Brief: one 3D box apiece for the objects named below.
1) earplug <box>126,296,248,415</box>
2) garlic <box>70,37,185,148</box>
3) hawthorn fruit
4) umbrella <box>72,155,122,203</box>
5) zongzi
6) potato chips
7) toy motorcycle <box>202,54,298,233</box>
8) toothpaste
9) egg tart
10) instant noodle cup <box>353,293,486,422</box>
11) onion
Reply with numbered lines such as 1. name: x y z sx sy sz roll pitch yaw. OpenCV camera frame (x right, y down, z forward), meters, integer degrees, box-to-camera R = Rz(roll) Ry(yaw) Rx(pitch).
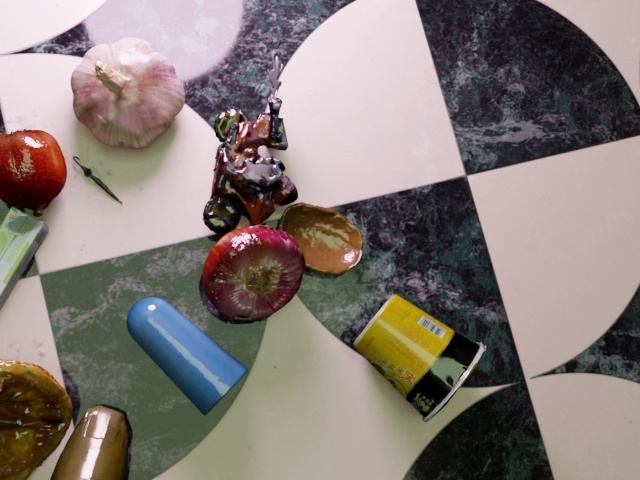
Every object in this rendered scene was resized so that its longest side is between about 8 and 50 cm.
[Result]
1. earplug: -0.297 0.230 1.838 0.273 0.132 0.132 43 77 3
2. garlic: -0.424 -0.329 1.844 0.245 0.253 0.244 0 83 -1
3. hawthorn fruit: -0.619 -0.140 1.824 0.169 0.169 0.188 -8 91 -11
4. umbrella: -0.493 -0.131 1.913 0.149 0.022 0.022 45 114 -1
5. zongzi: -0.482 0.523 1.781 0.145 0.300 0.273 14 39 -9
6. potato chips: 0.000 0.000 1.962 0.202 0.049 0.150 16 77 -6
7. toy motorcycle: -0.140 -0.205 1.929 0.207 0.134 0.400 7 81 -9
8. toothpaste: -0.692 0.096 1.819 0.081 0.067 0.336 28 77 -1
9. egg tart: -0.672 0.351 1.701 0.352 0.153 0.339 -18 127 -21
10. instant noodle cup: 0.207 0.242 1.891 0.236 0.215 0.215 39 77 5
11. onion: -0.150 0.060 1.877 0.230 0.163 0.229 -9 116 -20
